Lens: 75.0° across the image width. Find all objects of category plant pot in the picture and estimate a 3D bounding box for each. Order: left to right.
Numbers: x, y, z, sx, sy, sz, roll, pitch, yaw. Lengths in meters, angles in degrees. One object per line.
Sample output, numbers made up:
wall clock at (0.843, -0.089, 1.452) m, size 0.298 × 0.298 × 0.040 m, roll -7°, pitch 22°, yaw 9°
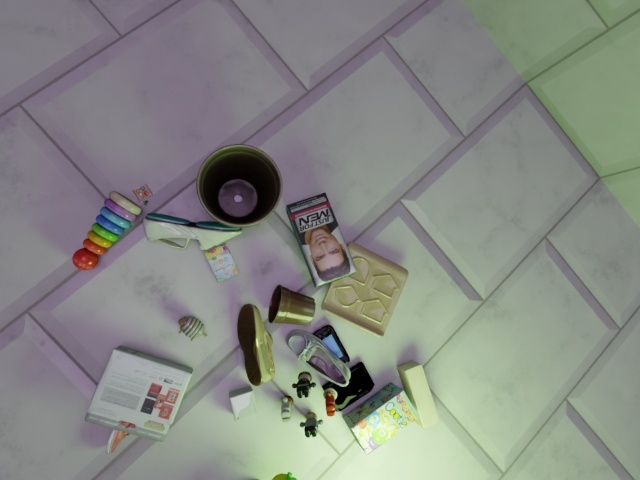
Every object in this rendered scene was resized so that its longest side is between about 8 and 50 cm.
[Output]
plant pot at (-0.333, -0.200, 1.712) m, size 0.324 × 0.280 × 0.322 m, roll 1°, pitch 85°, yaw -13°
plant pot at (-0.119, 0.287, 1.788) m, size 0.165 × 0.167 × 0.166 m, roll 16°, pitch 82°, yaw -19°

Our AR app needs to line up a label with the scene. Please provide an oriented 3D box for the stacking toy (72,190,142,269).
stacking toy at (-0.865, -0.030, 1.660) m, size 0.141 × 0.141 × 0.330 m, roll 36°, pitch 84°, yaw -8°

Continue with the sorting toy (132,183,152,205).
sorting toy at (-0.741, -0.191, 1.755) m, size 0.062 × 0.012 × 0.083 m, roll -33°, pitch 92°, yaw -14°

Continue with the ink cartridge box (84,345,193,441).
ink cartridge box at (-0.699, 0.594, 1.629) m, size 0.310 × 0.130 × 0.271 m, roll 22°, pitch 78°, yaw -10°

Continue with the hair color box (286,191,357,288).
hair color box at (0.000, 0.000, 1.818) m, size 0.186 × 0.113 × 0.374 m, roll -20°, pitch 79°, yaw -8°

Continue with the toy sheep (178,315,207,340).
toy sheep at (-0.526, 0.361, 1.720) m, size 0.132 × 0.091 × 0.091 m, roll 37°, pitch 78°, yaw -21°

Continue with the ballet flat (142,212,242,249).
ballet flat at (-0.531, -0.026, 1.743) m, size 0.401 × 0.139 × 0.139 m, roll 7°, pitch 83°, yaw -8°

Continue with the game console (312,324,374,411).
game console at (0.074, 0.556, 1.859) m, size 0.213 × 0.044 × 0.361 m, roll -29°, pitch 91°, yaw -14°

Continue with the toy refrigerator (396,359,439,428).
toy refrigerator at (0.448, 0.696, 1.903) m, size 0.094 × 0.102 × 0.269 m, roll -18°, pitch 89°, yaw -14°

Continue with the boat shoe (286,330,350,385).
boat shoe at (-0.009, 0.503, 1.783) m, size 0.320 × 0.103 × 0.118 m, roll 40°, pitch 88°, yaw 7°

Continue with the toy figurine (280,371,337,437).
toy figurine at (-0.052, 0.686, 1.754) m, size 0.213 × 0.148 × 0.209 m, roll 33°, pitch 102°, yaw -7°

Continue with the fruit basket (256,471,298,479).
fruit basket at (-0.187, 1.077, 1.586) m, size 0.392 × 0.392 × 0.282 m, roll -34°, pitch 93°, yaw -14°

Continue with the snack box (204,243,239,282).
snack box at (-0.422, 0.097, 1.789) m, size 0.100 × 0.037 × 0.141 m, roll -25°, pitch 91°, yaw -13°

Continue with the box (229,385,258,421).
box at (-0.320, 0.675, 1.734) m, size 0.102 × 0.087 × 0.101 m, roll -14°, pitch 88°, yaw -14°

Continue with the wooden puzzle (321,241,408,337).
wooden puzzle at (0.201, 0.223, 1.906) m, size 0.322 × 0.080 × 0.347 m, roll 27°, pitch 75°, yaw -10°

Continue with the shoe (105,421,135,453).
shoe at (-0.769, 0.750, 1.635) m, size 0.081 × 0.063 × 0.177 m, roll 18°, pitch 75°, yaw -7°

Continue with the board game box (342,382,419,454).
board game box at (0.261, 0.775, 1.830) m, size 0.275 × 0.144 × 0.142 m, roll -31°, pitch 93°, yaw -13°

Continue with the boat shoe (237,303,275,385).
boat shoe at (-0.266, 0.431, 1.768) m, size 0.110 × 0.122 × 0.340 m, roll -6°, pitch 89°, yaw -51°
